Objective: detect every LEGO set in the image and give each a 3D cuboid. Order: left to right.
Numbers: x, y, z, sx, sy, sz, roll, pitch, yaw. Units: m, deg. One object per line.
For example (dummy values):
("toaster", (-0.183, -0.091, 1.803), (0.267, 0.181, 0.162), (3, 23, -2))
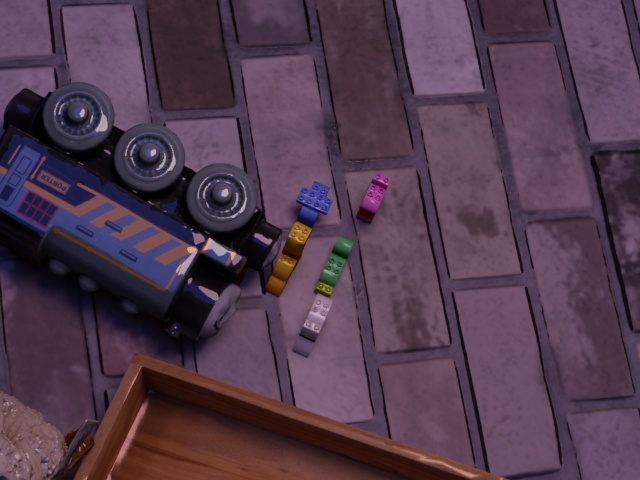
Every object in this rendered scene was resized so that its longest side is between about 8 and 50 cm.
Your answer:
("LEGO set", (0.000, 0.000, 2.048), (0.087, 0.093, 0.227), (24, 64, 1))

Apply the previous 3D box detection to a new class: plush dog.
("plush dog", (-0.362, 0.189, 1.826), (0.225, 0.262, 0.210), (37, 47, 5))

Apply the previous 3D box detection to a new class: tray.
("tray", (-0.037, 0.275, 1.882), (0.411, 0.076, 0.203), (17, 63, 13))

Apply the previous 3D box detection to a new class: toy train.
("toy train", (-0.213, -0.030, 2.007), (0.334, 0.142, 0.190), (30, 76, 1))
